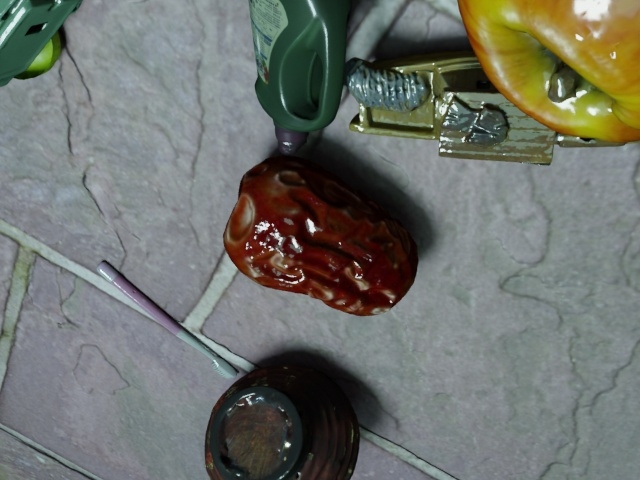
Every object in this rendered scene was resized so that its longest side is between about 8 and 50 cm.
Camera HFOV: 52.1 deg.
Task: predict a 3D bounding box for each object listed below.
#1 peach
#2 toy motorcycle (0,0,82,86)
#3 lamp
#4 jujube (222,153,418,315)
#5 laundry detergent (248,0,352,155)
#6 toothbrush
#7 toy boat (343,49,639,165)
[{"bbox_3d":[0.227,-0.210,0.445,0.281,0.281,0.238,47,172,-18],"label":"peach"},{"bbox_3d":[-0.327,-0.295,0.643,0.200,0.191,0.326,44,115,-11],"label":"toy motorcycle"},{"bbox_3d":[-0.058,0.303,0.989,0.247,0.247,0.247,11,130,13],"label":"lamp"},{"bbox_3d":[0.000,0.000,0.767,0.230,0.155,0.155,28,133,-15],"label":"jujube"},{"bbox_3d":[-0.023,-0.173,0.652,0.144,0.078,0.221,47,148,39],"label":"laundry detergent"},{"bbox_3d":[-0.244,0.133,1.050,0.286,0.020,0.025,44,136,-16],"label":"toothbrush"},{"bbox_3d":[0.176,-0.126,0.611,0.321,0.121,0.089,7,123,17],"label":"toy boat"}]
